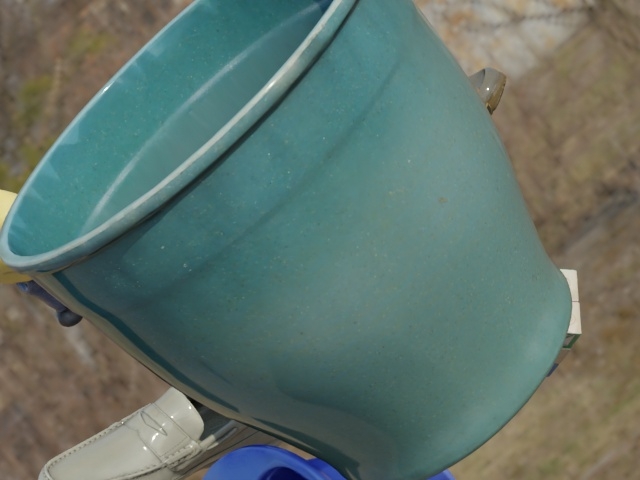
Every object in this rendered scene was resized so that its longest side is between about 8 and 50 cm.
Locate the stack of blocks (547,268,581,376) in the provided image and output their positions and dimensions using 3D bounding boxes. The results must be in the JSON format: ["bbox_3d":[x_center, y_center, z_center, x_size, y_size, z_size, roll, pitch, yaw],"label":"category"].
[{"bbox_3d":[0.153,0.079,1.910,0.171,0.297,0.087,111,162,-60],"label":"stack of blocks"}]

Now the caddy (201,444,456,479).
[{"bbox_3d":[0.013,0.322,1.308,0.179,0.341,0.241,-15,-5,-43],"label":"caddy"}]

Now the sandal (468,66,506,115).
[{"bbox_3d":[0.097,-0.118,1.607,0.219,0.060,0.090,-29,37,51],"label":"sandal"}]

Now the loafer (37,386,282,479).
[{"bbox_3d":[-0.170,0.214,1.783,0.319,0.112,0.111,-20,-51,-37],"label":"loafer"}]

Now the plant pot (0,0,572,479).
[{"bbox_3d":[0.000,0.000,0.932,0.271,0.255,0.271,-36,22,17],"label":"plant pot"}]

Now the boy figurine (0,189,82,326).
[{"bbox_3d":[-0.345,-0.002,1.743,0.177,0.285,0.092,-22,48,31],"label":"boy figurine"}]
